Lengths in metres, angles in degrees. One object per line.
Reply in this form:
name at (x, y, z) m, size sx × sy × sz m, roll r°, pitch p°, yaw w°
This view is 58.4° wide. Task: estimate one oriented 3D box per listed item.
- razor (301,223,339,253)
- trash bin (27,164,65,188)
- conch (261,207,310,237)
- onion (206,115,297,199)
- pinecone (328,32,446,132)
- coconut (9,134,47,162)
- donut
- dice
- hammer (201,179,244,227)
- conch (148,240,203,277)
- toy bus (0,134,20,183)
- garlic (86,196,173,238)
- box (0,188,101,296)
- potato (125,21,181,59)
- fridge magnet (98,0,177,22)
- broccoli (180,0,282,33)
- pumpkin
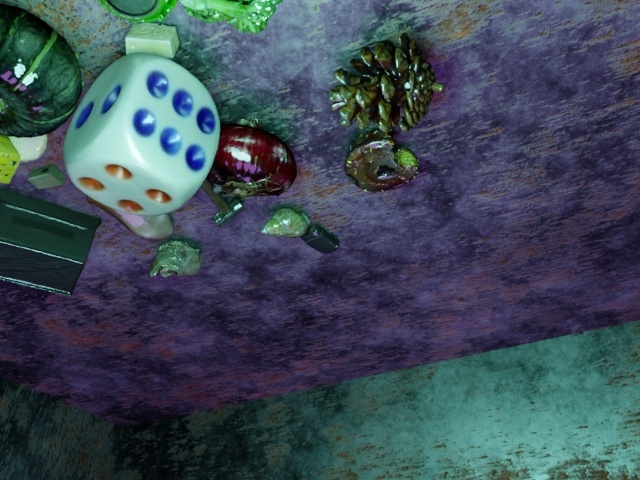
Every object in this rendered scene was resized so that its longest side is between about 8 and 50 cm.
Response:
razor at (0.000, 0.000, 2.118) m, size 0.090 × 0.054 × 0.148 m, roll -23°, pitch 138°, yaw 32°
trash bin at (-0.871, -0.198, 1.819) m, size 0.092 × 0.043 × 0.061 m, roll -12°, pitch 143°, yaw 15°
conch at (-0.108, -0.055, 2.003) m, size 0.116 × 0.106 × 0.173 m, roll -3°, pitch 163°, yaw 33°
onion at (-0.215, -0.237, 1.662) m, size 0.313 × 0.233 × 0.314 m, roll 10°, pitch 166°, yaw 2°
pinecone at (0.162, -0.391, 1.456) m, size 0.309 × 0.244 × 0.244 m, roll -6°, pitch 145°, yaw 26°
coconut at (-0.848, -0.304, 1.596) m, size 0.147 × 0.152 × 0.147 m, roll -26°, pitch 138°, yaw -26°
donut at (0.184, -0.245, 1.758) m, size 0.230 × 0.096 × 0.216 m, roll 24°, pitch 139°, yaw -31°
dice at (-0.446, -0.256, 1.435) m, size 0.304 × 0.304 × 0.277 m, roll -10°, pitch 147°, yaw 40°
hammer at (-0.352, -0.168, 1.811) m, size 0.111 × 0.043 × 0.365 m, roll -36°, pitch 148°, yaw -5°
conch at (-0.545, 0.087, 2.110) m, size 0.178 × 0.245 × 0.163 m, roll -38°, pitch 93°, yaw 17°
toy bus at (-0.909, -0.291, 1.478) m, size 0.123 × 0.335 × 0.121 m, roll -48°, pitch 159°, yaw 21°
garlic at (-0.636, -0.095, 1.938) m, size 0.318 × 0.112 × 0.143 m, roll 33°, pitch 135°, yaw -24°
box at (-0.974, 0.016, 1.970) m, size 0.345 × 0.205 × 0.251 m, roll 18°, pitch 139°, yaw -25°
potato at (-0.412, -0.490, 1.408) m, size 0.122 × 0.086 × 0.061 m, roll 4°, pitch 146°, yaw 2°
fridge magnet at (-0.420, -0.579, 1.280) m, size 0.207 × 0.088 × 0.208 m, roll -1°, pitch 144°, yaw -1°
broccoli at (-0.211, -0.571, 1.171) m, size 0.307 × 0.275 × 0.308 m, roll 22°, pitch 140°, yaw 20°
pumpkin at (-0.744, -0.402, 1.379) m, size 0.323 × 0.241 × 0.323 m, roll 2°, pitch 143°, yaw 2°
